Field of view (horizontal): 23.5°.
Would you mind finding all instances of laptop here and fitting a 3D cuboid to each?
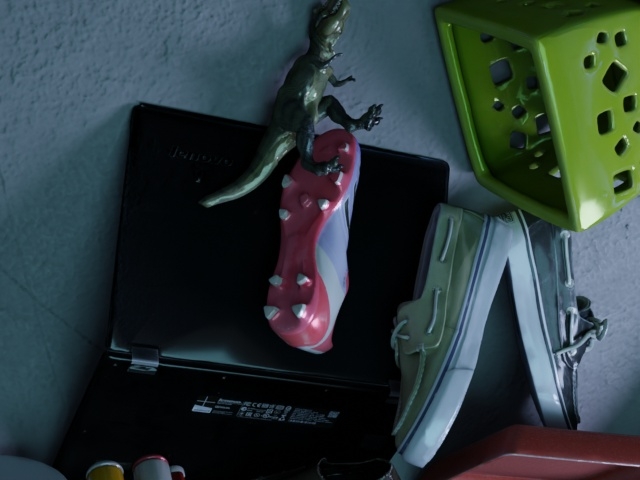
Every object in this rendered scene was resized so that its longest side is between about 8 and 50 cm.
[{"bbox_3d":[-0.082,0.101,1.755,0.381,0.236,0.408,10,134,-21],"label":"laptop"}]

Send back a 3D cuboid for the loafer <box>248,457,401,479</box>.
[{"bbox_3d":[-0.012,0.280,1.743,0.220,0.080,0.078,-9,129,-10],"label":"loafer"}]

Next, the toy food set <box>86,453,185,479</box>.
[{"bbox_3d":[-0.200,0.291,1.689,0.111,0.105,0.232,-15,136,-3],"label":"toy food set"}]

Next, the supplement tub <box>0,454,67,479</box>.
[{"bbox_3d":[-0.362,0.424,1.655,0.241,0.241,0.331,-5,111,-17],"label":"supplement tub"}]

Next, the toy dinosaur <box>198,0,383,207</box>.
[{"bbox_3d":[-0.011,-0.127,1.634,0.268,0.118,0.064,-60,159,-5],"label":"toy dinosaur"}]

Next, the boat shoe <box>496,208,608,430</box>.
[{"bbox_3d":[0.284,0.100,1.826,0.104,0.113,0.306,-13,104,2],"label":"boat shoe"}]

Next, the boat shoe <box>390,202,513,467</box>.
[{"bbox_3d":[0.124,0.099,1.679,0.094,0.109,0.302,22,63,-3],"label":"boat shoe"}]

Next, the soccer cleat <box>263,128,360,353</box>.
[{"bbox_3d":[0.000,0.000,1.654,0.095,0.083,0.248,46,50,-52],"label":"soccer cleat"}]

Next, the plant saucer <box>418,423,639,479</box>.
[{"bbox_3d":[0.272,0.272,1.842,0.259,0.258,0.048,9,68,-21],"label":"plant saucer"}]

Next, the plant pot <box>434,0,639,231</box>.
[{"bbox_3d":[0.281,-0.170,1.669,0.207,0.228,0.227,-25,115,-17],"label":"plant pot"}]
